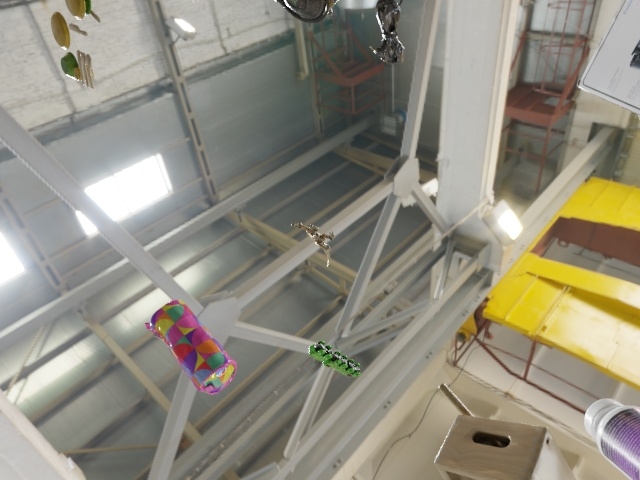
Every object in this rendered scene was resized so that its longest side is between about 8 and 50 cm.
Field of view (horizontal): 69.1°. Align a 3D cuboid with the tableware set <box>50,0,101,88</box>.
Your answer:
[{"bbox_3d":[-0.327,-0.287,0.620,0.104,0.154,0.024,29,-142,30],"label":"tableware set"}]

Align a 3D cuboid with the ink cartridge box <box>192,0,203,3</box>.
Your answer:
[{"bbox_3d":[-0.165,-0.393,0.520,0.067,0.198,0.115,-32,-179,-18],"label":"ink cartridge box"}]

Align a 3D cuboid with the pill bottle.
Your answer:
[{"bbox_3d":[0.521,0.335,0.745,0.108,0.108,0.193,-10,-172,-4],"label":"pill bottle"}]

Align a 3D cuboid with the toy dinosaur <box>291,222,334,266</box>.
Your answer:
[{"bbox_3d":[0.000,0.000,1.306,0.053,0.183,0.092,-52,-152,-19],"label":"toy dinosaur"}]

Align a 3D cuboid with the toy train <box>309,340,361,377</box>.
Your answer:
[{"bbox_3d":[0.018,0.147,0.565,0.023,0.083,0.017,-33,-144,26],"label":"toy train"}]

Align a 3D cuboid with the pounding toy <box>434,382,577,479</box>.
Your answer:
[{"bbox_3d":[0.202,0.251,0.531,0.141,0.130,0.100,-13,-155,49],"label":"pounding toy"}]

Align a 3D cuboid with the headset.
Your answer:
[{"bbox_3d":[0.038,-0.491,0.883,0.243,0.185,0.394,-31,-127,-2],"label":"headset"}]

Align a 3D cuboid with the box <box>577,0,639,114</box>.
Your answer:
[{"bbox_3d":[0.496,-0.225,0.589,0.087,0.169,0.290,2,-147,-21],"label":"box"}]

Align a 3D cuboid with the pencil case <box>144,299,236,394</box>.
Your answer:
[{"bbox_3d":[-0.291,0.238,1.048,0.104,0.104,0.236,-34,-125,-30],"label":"pencil case"}]

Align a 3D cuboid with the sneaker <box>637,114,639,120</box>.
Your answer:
[{"bbox_3d":[0.811,-0.328,1.145,0.086,0.132,0.228,-34,-176,28],"label":"sneaker"}]
